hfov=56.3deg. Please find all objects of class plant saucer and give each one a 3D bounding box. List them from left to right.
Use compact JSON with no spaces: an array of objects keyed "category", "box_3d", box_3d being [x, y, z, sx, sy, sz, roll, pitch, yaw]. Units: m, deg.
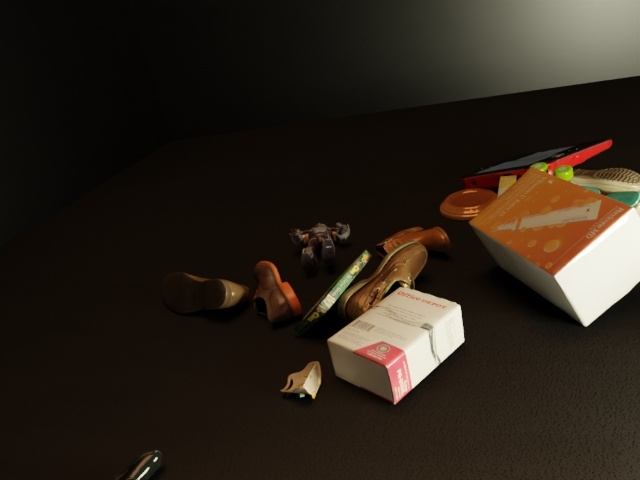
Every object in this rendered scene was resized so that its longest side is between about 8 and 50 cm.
[{"category":"plant saucer","box_3d":[0.479,-0.120,1.905,0.199,0.037,0.200,-10,23,4]}]

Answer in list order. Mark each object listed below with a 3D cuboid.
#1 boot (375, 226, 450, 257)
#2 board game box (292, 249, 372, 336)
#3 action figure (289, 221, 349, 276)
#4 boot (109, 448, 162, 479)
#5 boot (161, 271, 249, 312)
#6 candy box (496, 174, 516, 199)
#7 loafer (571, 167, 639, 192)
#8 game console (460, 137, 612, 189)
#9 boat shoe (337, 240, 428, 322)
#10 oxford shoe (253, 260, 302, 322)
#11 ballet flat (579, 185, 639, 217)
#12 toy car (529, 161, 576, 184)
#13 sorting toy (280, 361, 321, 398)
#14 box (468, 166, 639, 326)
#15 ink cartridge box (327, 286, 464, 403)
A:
[{"category":"boot","box_3d":[0.257,0.017,1.673,0.152,0.073,0.197,-21,13,-21]},{"category":"board game box","box_3d":[0.033,0.128,1.489,0.136,0.030,0.259,-51,-4,40]},{"category":"action figure","box_3d":[0.000,0.000,1.809,0.185,0.099,0.285,-16,20,6]},{"category":"boot","box_3d":[-0.320,0.435,1.059,0.121,0.045,0.099,-33,28,-24]},{"category":"boot","box_3d":[-0.327,0.150,1.678,0.305,0.113,0.115,2,-3,39]},{"category":"candy box","box_3d":[0.549,-0.107,1.749,0.053,0.109,0.187,-3,26,23]},{"category":"loafer","box_3d":[0.807,-0.155,1.745,0.101,0.092,0.268,-29,26,-30]},{"category":"game console","box_3d":[0.686,-0.253,1.955,0.341,0.060,0.386,-26,12,-26]},{"category":"boat shoe","box_3d":[0.182,0.113,1.466,0.104,0.111,0.307,18,48,44]},{"category":"oxford shoe","box_3d":[-0.143,0.132,1.589,0.098,0.097,0.271,-26,26,-14]},{"category":"ballet flat","box_3d":[0.727,-0.087,1.524,0.086,0.086,0.248,-21,17,-18]},{"category":"toy car","box_3d":[0.614,-0.103,1.671,0.188,0.155,0.149,-37,32,-26]},{"category":"sorting toy","box_3d":[-0.043,0.295,1.240,0.075,0.045,0.083,-10,23,26]},{"category":"box","box_3d":[0.536,0.000,1.358,0.215,0.168,0.345,-41,26,1]},{"category":"ink cartridge box","box_3d":[0.161,0.209,1.250,0.237,0.100,0.172,-31,29,-33]}]
